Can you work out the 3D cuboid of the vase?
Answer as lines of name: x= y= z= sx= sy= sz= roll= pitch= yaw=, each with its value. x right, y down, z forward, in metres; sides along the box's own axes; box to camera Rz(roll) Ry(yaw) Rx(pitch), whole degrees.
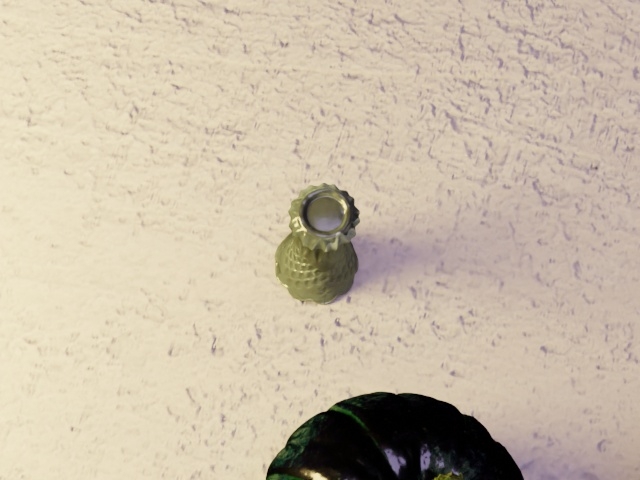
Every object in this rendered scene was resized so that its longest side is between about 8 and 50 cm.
vase: x=0.000 y=0.000 z=1.347 sx=0.081 sy=0.149 sz=0.081 roll=1 pitch=72 yaw=-3

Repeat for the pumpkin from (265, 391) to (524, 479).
pumpkin: x=0.069 y=0.239 z=1.219 sx=0.248 sy=0.248 sz=0.248 roll=1 pitch=71 yaw=-3
